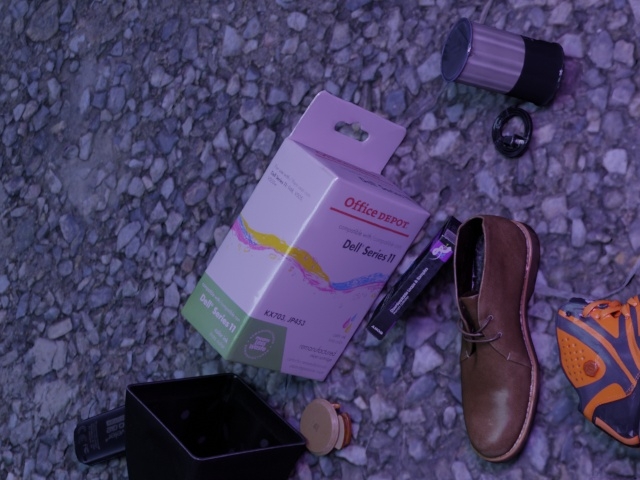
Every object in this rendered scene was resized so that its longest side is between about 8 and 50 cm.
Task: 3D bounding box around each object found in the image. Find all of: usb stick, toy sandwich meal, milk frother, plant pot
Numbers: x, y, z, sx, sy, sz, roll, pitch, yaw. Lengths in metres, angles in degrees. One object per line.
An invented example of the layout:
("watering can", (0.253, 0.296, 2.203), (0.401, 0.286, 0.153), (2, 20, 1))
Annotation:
("usb stick", (-0.267, 0.276, 2.101), (0.278, 0.045, 0.077), (-22, 68, 34))
("toy sandwich meal", (0.007, 0.252, 1.892), (0.086, 0.029, 0.085), (-8, 80, 48))
("milk frother", (0.216, -0.191, 1.762), (0.129, 0.135, 0.143), (156, 124, -68))
("plant pot", (-0.161, 0.307, 1.919), (0.188, 0.187, 0.167), (36, 119, 43))

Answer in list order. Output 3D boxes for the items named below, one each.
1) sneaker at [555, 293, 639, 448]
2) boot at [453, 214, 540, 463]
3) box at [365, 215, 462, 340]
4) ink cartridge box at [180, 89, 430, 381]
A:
("sneaker", (0.367, 0.067, 1.575), (0.180, 0.125, 0.321), (26, 95, 40))
("boot", (0.199, 0.117, 1.710), (0.112, 0.115, 0.305), (-6, 76, 36))
("box", (0.123, 0.047, 1.796), (0.029, 0.116, 0.162), (37, 107, 1))
("ink cartridge box", (0.000, 0.000, 1.843), (0.119, 0.207, 0.353), (42, 106, 40))
